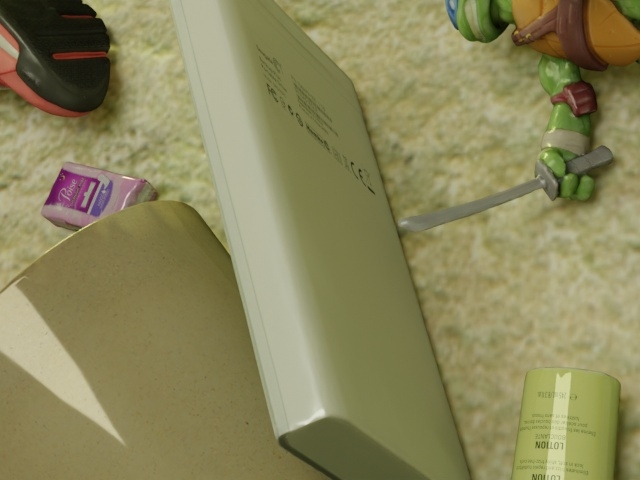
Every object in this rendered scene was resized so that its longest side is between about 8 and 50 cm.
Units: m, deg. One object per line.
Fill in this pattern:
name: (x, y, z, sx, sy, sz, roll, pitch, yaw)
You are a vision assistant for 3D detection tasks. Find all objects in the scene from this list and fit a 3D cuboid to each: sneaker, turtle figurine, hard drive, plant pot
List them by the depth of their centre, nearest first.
turtle figurine: (0.180, -0.108, 1.234, 0.266, 0.275, 0.198, 4, 104, 26)
plant pot: (-0.084, 0.160, 1.248, 0.256, 0.256, 0.274, -46, 71, 4)
hard drive: (0.000, 0.000, 1.257, 0.047, 0.233, 0.353, -26, 58, 16)
sneaker: (-0.286, -0.165, 1.592, 0.314, 0.116, 0.136, 40, 116, 32)

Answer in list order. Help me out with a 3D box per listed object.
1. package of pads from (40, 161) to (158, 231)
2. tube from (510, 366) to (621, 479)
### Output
package of pads: (-0.169, -0.029, 1.489, 0.083, 0.032, 0.050, 14, 73, 33)
tube: (0.144, 0.199, 1.197, 0.070, 0.062, 0.240, 153, 128, -66)
